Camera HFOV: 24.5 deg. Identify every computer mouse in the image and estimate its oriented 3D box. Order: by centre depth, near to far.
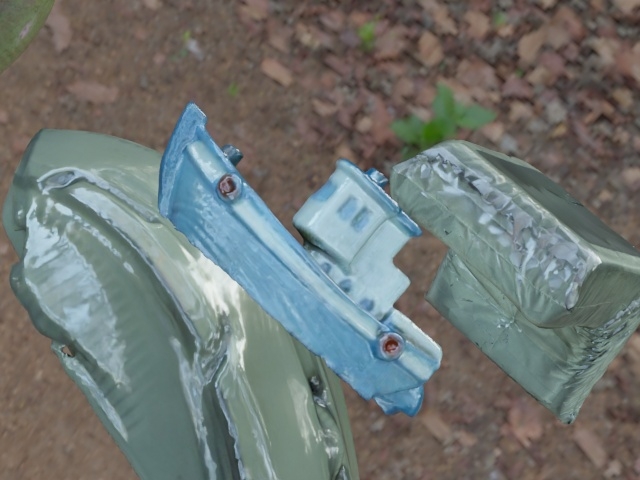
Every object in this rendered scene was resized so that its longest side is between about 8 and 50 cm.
[{"bbox_3d":[-0.086,0.070,1.172,0.429,0.145,0.228,56,21,3],"label":"computer mouse"}]

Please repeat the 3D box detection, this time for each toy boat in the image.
[{"bbox_3d":[0.000,0.000,0.839,0.215,0.088,0.102,41,88,-5],"label":"toy boat"}]

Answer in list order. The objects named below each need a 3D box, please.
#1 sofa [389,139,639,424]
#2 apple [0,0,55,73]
[{"bbox_3d":[0.163,0.037,1.315,0.210,0.176,0.225,43,17,25],"label":"sofa"},{"bbox_3d":[-0.324,-0.257,1.476,0.120,0.193,0.264,23,85,-14],"label":"apple"}]
